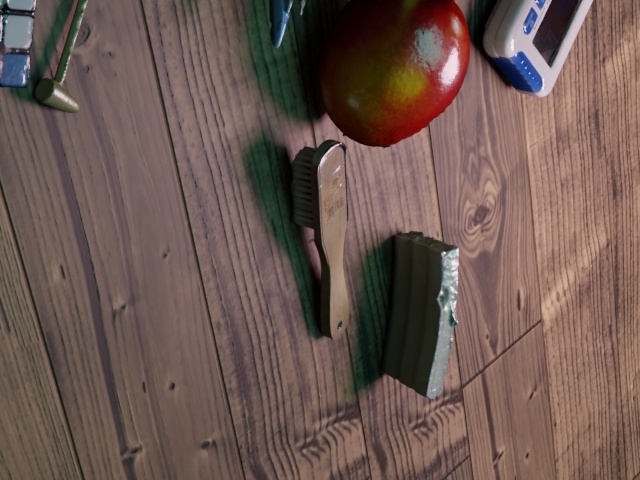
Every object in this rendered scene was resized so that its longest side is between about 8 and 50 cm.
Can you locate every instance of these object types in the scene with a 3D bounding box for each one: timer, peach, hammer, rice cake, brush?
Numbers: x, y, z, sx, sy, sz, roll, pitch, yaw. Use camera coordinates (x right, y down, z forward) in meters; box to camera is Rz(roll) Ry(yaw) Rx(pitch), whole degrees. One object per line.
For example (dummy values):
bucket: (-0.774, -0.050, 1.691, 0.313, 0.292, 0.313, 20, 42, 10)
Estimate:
timer: (0.351, -0.374, 2.191, 0.178, 0.078, 0.253, 42, 70, -50)
peach: (0.098, -0.233, 1.846, 0.196, 0.190, 0.226, -45, 155, -62)
hammer: (-0.267, -0.240, 1.541, 0.060, 0.028, 0.195, 23, 82, -56)
rice cake: (0.152, 0.111, 2.064, 0.043, 0.127, 0.237, -5, 107, -37)
brush: (0.000, 0.000, 1.912, 0.070, 0.065, 0.327, -43, 141, -41)

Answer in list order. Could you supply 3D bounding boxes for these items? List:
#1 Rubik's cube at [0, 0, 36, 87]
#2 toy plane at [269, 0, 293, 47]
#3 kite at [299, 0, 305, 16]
Rubik's cube: (-0.377, -0.231, 1.309, 0.154, 0.155, 0.151, -5, 105, -49)
toy plane: (-0.057, -0.359, 1.701, 0.169, 0.078, 0.246, 10, 86, -52)
kite: (0.004, -0.388, 1.756, 0.229, 0.012, 0.250, 73, 29, -62)
